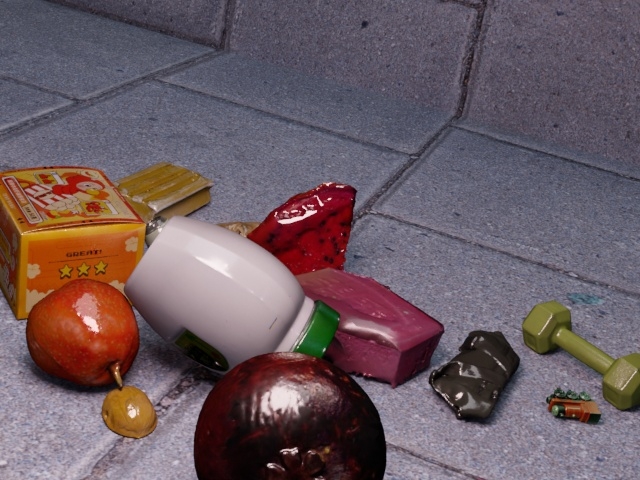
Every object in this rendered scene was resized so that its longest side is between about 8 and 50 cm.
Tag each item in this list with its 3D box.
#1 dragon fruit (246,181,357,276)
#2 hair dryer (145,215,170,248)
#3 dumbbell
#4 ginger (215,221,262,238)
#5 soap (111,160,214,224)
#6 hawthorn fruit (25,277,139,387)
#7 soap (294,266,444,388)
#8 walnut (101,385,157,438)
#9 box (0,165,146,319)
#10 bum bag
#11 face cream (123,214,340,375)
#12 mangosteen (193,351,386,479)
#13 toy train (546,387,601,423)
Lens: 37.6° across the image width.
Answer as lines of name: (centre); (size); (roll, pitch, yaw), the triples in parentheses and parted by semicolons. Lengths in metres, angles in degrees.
dragon fruit: (0.000, 0.000, 2.114); (0.240, 0.330, 0.302); (40, 29, 9)
hair dryer: (-0.232, 0.063, 1.904); (0.267, 0.229, 0.092); (12, 47, 43)
dumbbell: (0.569, 0.240, 2.009); (0.108, 0.121, 0.302); (-35, 44, -20)
ginger: (-0.148, -0.017, 2.302); (0.288, 0.075, 0.089); (2, 3, -8)
soap: (-0.411, -0.115, 2.378); (0.173, 0.089, 0.274); (19, 26, 19)
hawthorn fruit: (-0.406, 0.180, 1.664); (0.197, 0.196, 0.225); (-15, 50, -43)
soap: (0.070, 0.168, 1.942); (0.220, 0.127, 0.325); (-13, 33, -45)
walnut: (-0.326, 0.285, 1.618); (0.091, 0.052, 0.121); (-3, 31, -34)
box: (-0.536, -0.005, 1.956); (0.260, 0.213, 0.283); (-4, 29, -33)
bum bag: (0.319, 0.257, 1.908); (0.142, 0.079, 0.326); (23, 27, 17)
face cream: (-0.164, 0.119, 1.702); (0.357, 0.312, 0.219); (34, 61, -7)
mangosteen: (-0.041, 0.310, 1.418); (0.297, 0.297, 0.293); (17, 10, 12)
toy train: (0.502, 0.332, 1.872); (0.103, 0.044, 0.064); (7, 36, -9)
